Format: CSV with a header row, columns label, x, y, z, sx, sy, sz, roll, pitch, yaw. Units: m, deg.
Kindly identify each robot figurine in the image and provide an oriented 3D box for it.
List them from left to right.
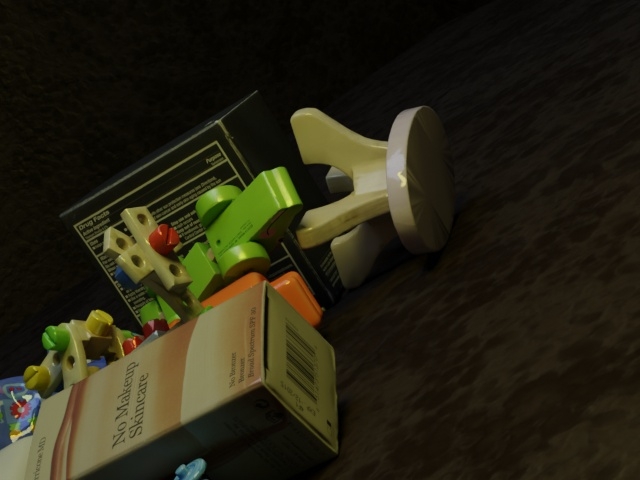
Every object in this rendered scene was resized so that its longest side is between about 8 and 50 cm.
label,x,y,z,sx,sy,sz,roll,pitch,yaw
robot figurine,-0.105,0.123,1.526,0.219,0.128,0.158,-32,43,7

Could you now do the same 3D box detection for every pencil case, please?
label,x,y,z,sx,sy,sz,roll,pitch,yaw
pencil case,-0.363,0.222,1.574,0.306,0.133,0.119,-12,-31,-23

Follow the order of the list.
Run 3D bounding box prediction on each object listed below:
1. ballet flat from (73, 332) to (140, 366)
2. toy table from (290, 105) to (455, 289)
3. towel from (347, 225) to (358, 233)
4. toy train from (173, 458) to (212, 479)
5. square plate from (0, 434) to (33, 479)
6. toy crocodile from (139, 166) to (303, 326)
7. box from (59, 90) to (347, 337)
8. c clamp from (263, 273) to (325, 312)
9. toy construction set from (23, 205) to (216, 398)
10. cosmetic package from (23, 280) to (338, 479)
label,x,y,z,sx,sy,sz,roll,pitch,yaw
ballet flat,-0.342,0.203,1.816,0.124,0.116,0.342,-14,-2,-26
toy table,0.072,-0.065,1.641,0.161,0.252,0.274,-11,9,18
towel,0.000,0.000,1.990,0.282,0.049,0.187,-32,9,11
toy train,-0.117,0.263,1.095,0.105,0.080,0.184,-42,13,0
square plate,-0.449,0.381,1.350,0.347,0.049,0.344,-34,24,13
toy crocodile,-0.131,0.036,1.616,0.105,0.115,0.340,7,-46,-45
box,-0.149,-0.006,1.781,0.296,0.294,0.183,-27,12,24
c clamp,-0.074,0.077,1.650,0.022,0.161,0.137,-5,-39,-53
toy construction set,-0.211,0.116,1.422,0.151,0.215,0.328,0,-37,-36
cosmetic package,-0.138,0.184,1.245,0.296,0.129,0.153,-30,35,20
